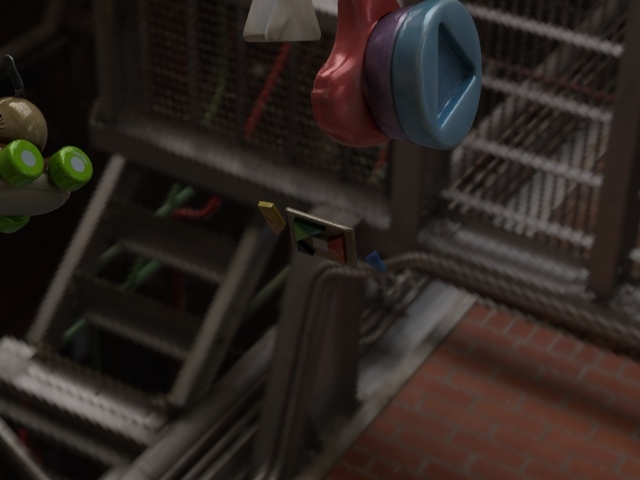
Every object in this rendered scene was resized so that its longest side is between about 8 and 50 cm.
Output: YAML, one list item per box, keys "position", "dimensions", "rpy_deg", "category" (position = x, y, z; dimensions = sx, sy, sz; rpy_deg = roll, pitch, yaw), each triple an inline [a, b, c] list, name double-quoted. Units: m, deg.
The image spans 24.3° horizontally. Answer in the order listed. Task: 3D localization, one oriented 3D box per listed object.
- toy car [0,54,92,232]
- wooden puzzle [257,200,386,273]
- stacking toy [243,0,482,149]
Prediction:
- position: [-0.386, -0.125, 1.804]
  dimensions: [0.155, 0.149, 0.188]
  rpy_deg: [-29, -111, 35]
  category: "toy car"
- position: [0.000, 0.000, 1.369]
  dimensions: [0.116, 0.014, 0.078]
  rpy_deg: [15, -29, 23]
  category: "wooden puzzle"
- position: [0.076, -0.238, 1.250]
  dimensions: [0.130, 0.279, 0.309]
  rpy_deg: [5, -100, 30]
  category: "stacking toy"
